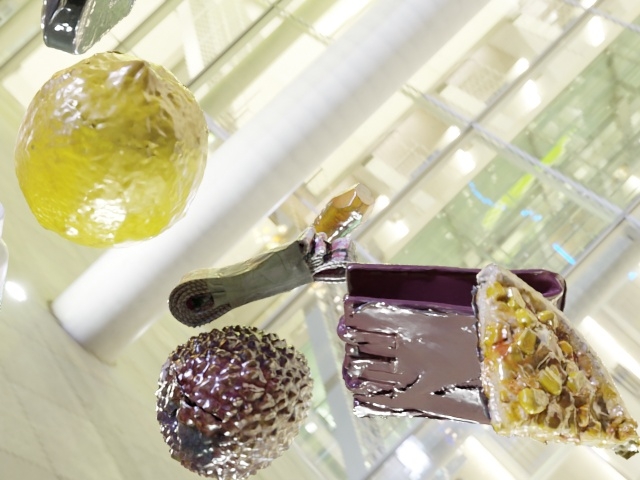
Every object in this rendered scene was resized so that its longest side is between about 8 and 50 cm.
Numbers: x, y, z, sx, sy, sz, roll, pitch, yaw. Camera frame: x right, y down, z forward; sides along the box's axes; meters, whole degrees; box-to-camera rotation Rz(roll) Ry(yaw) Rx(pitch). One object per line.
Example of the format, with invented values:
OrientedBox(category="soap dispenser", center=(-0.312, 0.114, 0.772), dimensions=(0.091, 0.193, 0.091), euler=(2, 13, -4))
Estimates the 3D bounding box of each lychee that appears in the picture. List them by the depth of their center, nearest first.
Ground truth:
OrientedBox(category="lychee", center=(-0.095, 0.179, 0.918), dimensions=(0.188, 0.188, 0.188), euler=(45, -4, 4))

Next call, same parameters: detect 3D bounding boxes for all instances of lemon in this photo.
OrientedBox(category="lemon", center=(-0.216, -0.090, 0.844), dimensions=(0.192, 0.231, 0.192), euler=(22, 32, -14))

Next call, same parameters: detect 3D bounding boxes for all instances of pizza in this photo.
OrientedBox(category="pizza", center=(0.163, 0.097, 0.595), dimensions=(0.041, 0.131, 0.178), euler=(-42, -107, 44))

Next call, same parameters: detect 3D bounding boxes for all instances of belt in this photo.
OrientedBox(category="belt", center=(-0.071, 0.041, 0.940), dimensions=(0.053, 0.232, 0.071), euler=(-77, 147, -64))

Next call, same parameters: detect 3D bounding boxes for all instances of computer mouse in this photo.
OrientedBox(category="computer mouse", center=(-0.372, -0.411, 1.320), dimensions=(0.087, 0.168, 0.295), euler=(30, 35, -4))

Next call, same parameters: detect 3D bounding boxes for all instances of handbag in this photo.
OrientedBox(category="handbag", center=(0.122, 0.102, 0.775), dimensions=(0.216, 0.074, 0.203), euler=(4, -40, 10))

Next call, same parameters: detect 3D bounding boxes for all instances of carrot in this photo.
OrientedBox(category="carrot", center=(0.000, 0.000, 1.419), dimensions=(0.070, 0.260, 0.070), euler=(26, 37, -22))

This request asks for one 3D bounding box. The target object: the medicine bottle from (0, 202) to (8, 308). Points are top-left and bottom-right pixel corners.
OrientedBox(category="medicine bottle", center=(-0.423, 0.066, 0.948), dimensions=(0.095, 0.260, 0.095), euler=(15, 31, -9))
